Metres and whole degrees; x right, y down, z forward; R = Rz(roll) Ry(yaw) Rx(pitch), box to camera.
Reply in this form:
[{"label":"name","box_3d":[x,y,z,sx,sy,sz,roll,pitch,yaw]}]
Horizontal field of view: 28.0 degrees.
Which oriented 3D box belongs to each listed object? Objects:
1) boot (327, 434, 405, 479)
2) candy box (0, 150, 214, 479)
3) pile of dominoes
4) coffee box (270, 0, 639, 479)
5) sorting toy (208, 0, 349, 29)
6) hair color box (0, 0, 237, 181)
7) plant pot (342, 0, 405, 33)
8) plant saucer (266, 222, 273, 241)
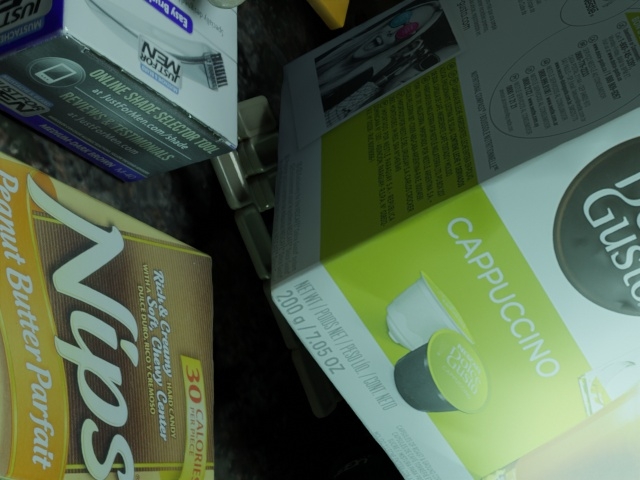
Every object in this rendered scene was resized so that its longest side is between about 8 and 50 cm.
[{"label":"boot","box_3d":[0.051,0.362,0.877,0.367,0.146,0.445,60,18,-1]},{"label":"candy box","box_3d":[-0.185,0.054,0.728,0.316,0.087,0.183,29,52,-52]},{"label":"pile of dominoes","box_3d":[-0.023,0.004,1.070,0.196,0.040,0.251,-33,103,-64]},{"label":"coffee box","box_3d":[0.190,-0.008,0.996,0.337,0.334,0.338,55,19,-27]},{"label":"sorting toy","box_3d":[-0.086,-0.277,0.886,0.347,0.047,0.196,55,39,-31]},{"label":"hair color box","box_3d":[-0.149,-0.234,0.908,0.185,0.110,0.339,33,48,-52]},{"label":"plant pot","box_3d":[0.199,-0.200,1.332,0.305,0.334,0.334,31,50,-37]},{"label":"plant saucer","box_3d":[0.000,0.000,1.150,0.192,0.018,0.067,-31,104,-61]}]
